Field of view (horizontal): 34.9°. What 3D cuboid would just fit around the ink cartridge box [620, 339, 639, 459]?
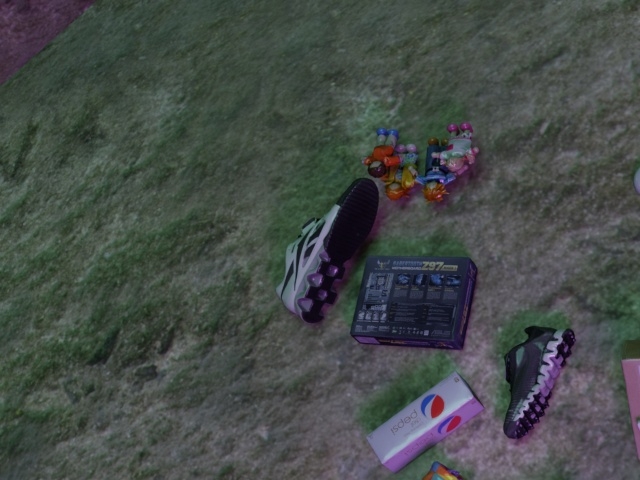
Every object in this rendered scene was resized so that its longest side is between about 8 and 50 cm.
[{"bbox_3d":[0.630,0.256,1.680,0.235,0.088,0.193,-8,105,23],"label":"ink cartridge box"}]

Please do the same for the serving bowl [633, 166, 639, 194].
[{"bbox_3d":[0.650,-0.123,1.983,0.083,0.027,0.083,-13,58,21],"label":"serving bowl"}]

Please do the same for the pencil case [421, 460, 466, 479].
[{"bbox_3d":[0.184,0.509,1.833,0.104,0.104,0.236,34,84,36],"label":"pencil case"}]

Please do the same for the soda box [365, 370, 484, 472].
[{"bbox_3d":[0.198,0.344,1.929,0.216,0.074,0.069,-38,53,4],"label":"soda box"}]

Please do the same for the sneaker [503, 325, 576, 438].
[{"bbox_3d":[0.379,0.256,1.887,0.106,0.078,0.234,17,69,36],"label":"sneaker"}]

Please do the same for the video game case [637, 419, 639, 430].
[{"bbox_3d":[0.615,0.335,1.646,0.157,0.019,0.143,-23,94,27],"label":"video game case"}]

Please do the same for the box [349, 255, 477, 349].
[{"bbox_3d":[0.189,0.123,2.066,0.233,0.059,0.183,0,64,28],"label":"box"}]

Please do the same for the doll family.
[{"bbox_3d":[0.219,-0.152,2.180,0.263,0.118,0.163,-3,45,21],"label":"doll family"}]

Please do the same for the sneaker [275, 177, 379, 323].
[{"bbox_3d":[0.000,0.000,2.176,0.146,0.122,0.330,30,91,43],"label":"sneaker"}]
